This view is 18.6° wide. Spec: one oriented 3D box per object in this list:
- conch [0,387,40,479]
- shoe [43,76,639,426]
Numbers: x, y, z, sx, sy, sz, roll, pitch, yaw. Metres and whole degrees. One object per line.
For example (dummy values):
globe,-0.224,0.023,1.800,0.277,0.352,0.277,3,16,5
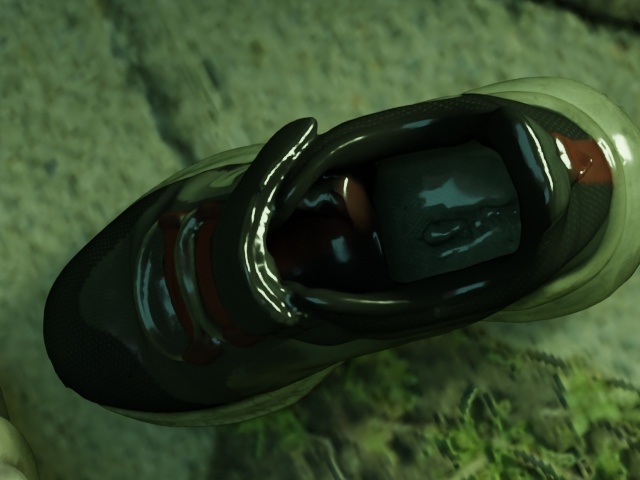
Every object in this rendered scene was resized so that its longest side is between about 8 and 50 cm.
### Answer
conch,-0.187,0.097,0.718,0.255,0.127,0.158,10,118,37
shoe,0.000,0.000,0.663,0.227,0.112,0.099,-17,82,12
